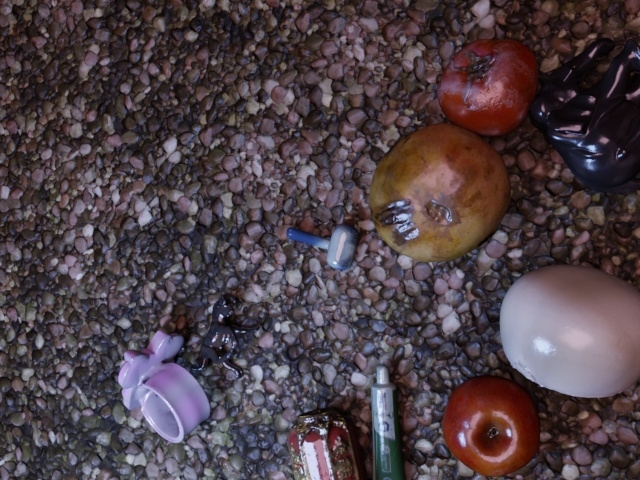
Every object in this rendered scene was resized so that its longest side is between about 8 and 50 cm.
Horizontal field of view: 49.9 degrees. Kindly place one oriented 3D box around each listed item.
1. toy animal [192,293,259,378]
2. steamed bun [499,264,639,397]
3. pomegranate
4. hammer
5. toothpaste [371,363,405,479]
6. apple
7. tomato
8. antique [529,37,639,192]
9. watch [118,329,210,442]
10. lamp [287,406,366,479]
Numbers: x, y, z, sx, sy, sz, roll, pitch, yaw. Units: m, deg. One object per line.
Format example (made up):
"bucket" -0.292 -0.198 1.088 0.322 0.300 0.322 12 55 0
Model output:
"toy animal" -0.257 0.261 1.825 0.148 0.085 0.232 30 105 33
"steamed bun" 0.535 0.167 1.429 0.324 0.324 0.206 11 113 18
"pomegranate" 0.265 -0.103 1.548 0.322 0.322 0.322 0 89 18
"hammer" 0.000 0.000 1.745 0.194 0.069 0.116 16 95 22
"toothpaste" 0.165 0.499 1.687 0.099 0.061 0.391 -3 91 17
"apple" 0.382 0.414 1.546 0.218 0.201 0.218 -1 86 11
"tomato" 0.380 -0.340 1.562 0.232 0.188 0.232 -21 49 26
"antique" 0.617 -0.256 1.487 0.255 0.185 0.322 -33 83 13
"watch" -0.386 0.388 1.787 0.218 0.211 0.248 34 135 20
"lamp" 0.018 0.549 1.680 0.177 0.177 0.273 -14 87 17
